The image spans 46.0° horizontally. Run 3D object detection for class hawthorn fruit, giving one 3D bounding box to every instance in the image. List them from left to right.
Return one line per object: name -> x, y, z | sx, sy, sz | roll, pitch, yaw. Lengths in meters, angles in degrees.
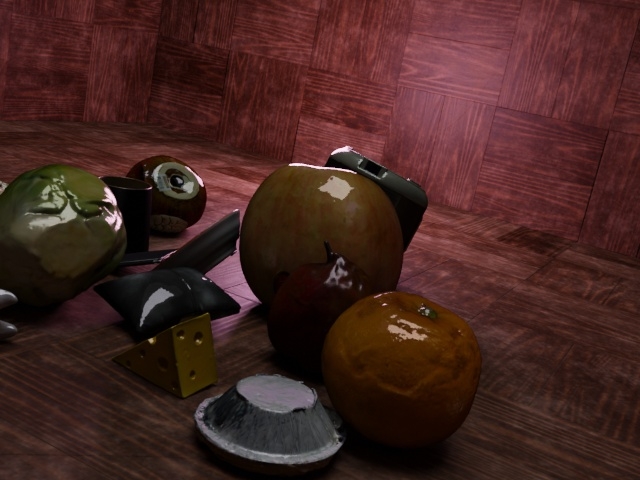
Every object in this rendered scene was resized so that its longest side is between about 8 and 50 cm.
hawthorn fruit -> 0.005, 0.124, 1.450 | 0.208, 0.248, 0.208 | 8, 18, -3

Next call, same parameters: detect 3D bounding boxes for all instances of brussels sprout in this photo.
brussels sprout -> -0.534, 0.002, 1.511 | 0.268, 0.344, 0.344 | 42, -2, -28

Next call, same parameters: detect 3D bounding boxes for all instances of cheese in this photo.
cheese -> -0.276, 0.195, 1.312 | 0.171, 0.126, 0.093 | -2, 10, 37

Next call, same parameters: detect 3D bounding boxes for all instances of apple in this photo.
apple -> 0.000, 0.000, 1.749 | 0.391, 0.347, 0.391 | 10, 8, -1

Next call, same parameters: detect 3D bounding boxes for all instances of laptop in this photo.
laptop -> -0.436, 0.044, 1.794 | 0.180, 0.016, 0.129 | -5, 10, 15

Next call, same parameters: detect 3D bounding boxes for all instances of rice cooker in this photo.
rice cooker -> 0.110, -0.058, 2.117 | 0.335, 0.325, 0.335 | 29, 4, -2

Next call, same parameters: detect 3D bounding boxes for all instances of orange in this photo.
orange -> 0.128, 0.209, 1.227 | 0.261, 0.261, 0.261 | 11, 14, -3

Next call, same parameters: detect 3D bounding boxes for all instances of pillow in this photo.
pillow -> -0.309, 0.117, 1.529 | 0.186, 0.106, 0.249 | 31, 26, 36

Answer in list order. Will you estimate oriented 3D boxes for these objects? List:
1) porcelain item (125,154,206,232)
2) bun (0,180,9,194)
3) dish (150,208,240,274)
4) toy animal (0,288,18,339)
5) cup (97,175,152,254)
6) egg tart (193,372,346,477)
porcelain item -> -0.469, -0.121, 2.220 | 0.252, 0.253, 0.253 | 11, 14, -3
bun -> -0.850, -0.091, 1.840 | 0.259, 0.152, 0.259 | 8, 14, -2
dish -> -0.272, 0.036, 1.761 | 0.085, 0.260, 0.260 | 54, 17, -2
toy animal -> -0.625, 0.125, 1.248 | 0.130, 0.104, 0.220 | 20, 16, 36
cup -> -0.544, -0.064, 1.915 | 0.239, 0.177, 0.166 | 1, 18, -35
egg tart -> -0.074, 0.267, 1.143 | 0.234, 0.094, 0.234 | 8, 14, -2
